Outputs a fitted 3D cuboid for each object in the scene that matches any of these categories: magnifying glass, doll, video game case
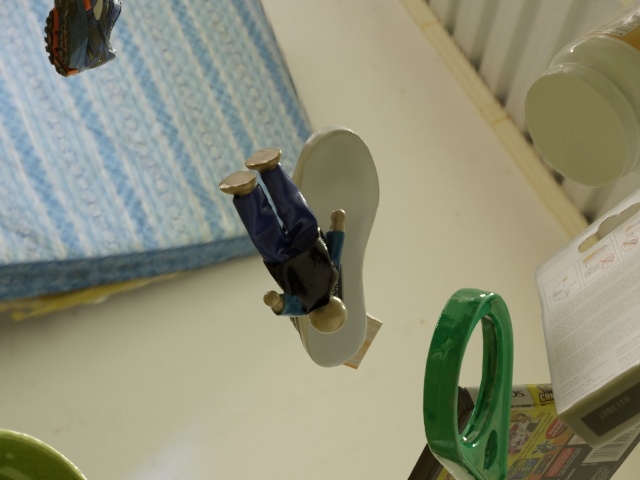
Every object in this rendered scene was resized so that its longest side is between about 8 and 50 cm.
[{"bbox_3d":[0.096,0.128,0.546,0.026,0.092,0.231,8,-51,28],"label":"magnifying glass"},{"bbox_3d":[-0.019,0.008,0.859,0.046,0.129,0.189,1,-53,44],"label":"doll"},{"bbox_3d":[0.222,0.253,1.042,0.035,0.248,0.275,-109,-153,-43],"label":"video game case"}]

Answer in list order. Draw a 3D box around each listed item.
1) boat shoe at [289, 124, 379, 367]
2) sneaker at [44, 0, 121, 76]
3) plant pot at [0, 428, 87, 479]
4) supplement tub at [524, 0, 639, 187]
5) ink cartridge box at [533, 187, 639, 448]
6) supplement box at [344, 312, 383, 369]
[{"bbox_3d":[0.000,0.000,1.075,0.102,0.108,0.301,45,-34,50],"label":"boat shoe"},{"bbox_3d":[-0.296,-0.319,1.179,0.083,0.087,0.221,34,-56,36],"label":"sneaker"},{"bbox_3d":[-0.420,0.390,1.058,0.254,0.276,0.276,-35,-107,31],"label":"plant pot"},{"bbox_3d":[0.493,-0.241,1.440,0.228,0.316,0.228,43,-26,27],"label":"supplement tub"},{"bbox_3d":[0.283,0.048,0.815,0.066,0.189,0.232,43,26,-12],"label":"ink cartridge box"},{"bbox_3d":[0.062,0.173,1.646,0.036,0.098,0.062,29,-1,34],"label":"supplement box"}]
